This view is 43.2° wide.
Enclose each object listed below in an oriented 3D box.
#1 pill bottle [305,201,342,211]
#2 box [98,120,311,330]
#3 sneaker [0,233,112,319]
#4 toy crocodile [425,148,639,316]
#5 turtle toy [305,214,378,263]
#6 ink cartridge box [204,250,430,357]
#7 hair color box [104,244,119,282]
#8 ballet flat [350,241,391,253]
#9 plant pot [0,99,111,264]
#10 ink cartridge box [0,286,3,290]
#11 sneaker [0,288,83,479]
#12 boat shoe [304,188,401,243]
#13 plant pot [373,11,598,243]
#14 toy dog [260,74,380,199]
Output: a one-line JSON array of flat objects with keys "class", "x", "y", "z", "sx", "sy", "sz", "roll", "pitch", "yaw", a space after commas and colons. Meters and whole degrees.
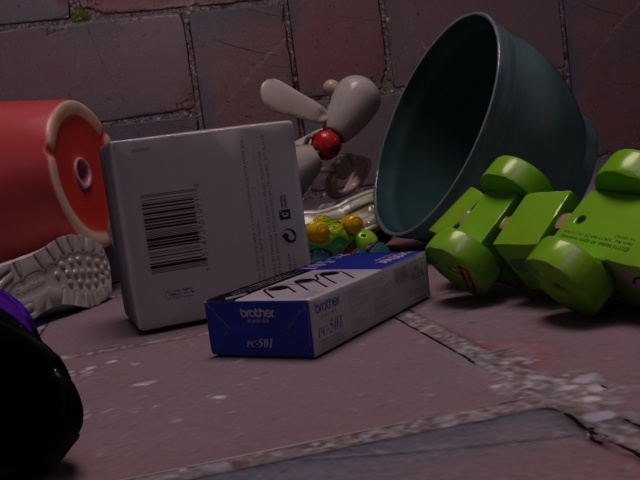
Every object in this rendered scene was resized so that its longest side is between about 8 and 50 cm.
[{"class": "pill bottle", "x": 0.030, "y": -0.030, "z": 1.304, "sx": 0.116, "sy": 0.065, "sz": 0.065, "roll": -5, "pitch": 7, "yaw": 30}, {"class": "box", "x": -0.115, "y": -0.019, "z": 0.814, "sx": 0.181, "sy": 0.181, "sz": 0.119, "roll": -10, "pitch": 7, "yaw": -20}, {"class": "sneaker", "x": -0.333, "y": 0.051, "z": 0.927, "sx": 0.094, "sy": 0.090, "sz": 0.235, "roll": -17, "pitch": -1, "yaw": 25}, {"class": "toy crocodile", "x": 0.194, "y": 0.003, "z": 0.656, "sx": 0.115, "sy": 0.105, "sz": 0.340, "roll": -51, "pitch": 23, "yaw": -14}, {"class": "turtle toy", "x": 0.015, "y": 0.002, "z": 1.006, "sx": 0.130, "sy": 0.066, "sz": 0.095, "roll": -10, "pitch": 6, "yaw": -30}, {"class": "ink cartridge box", "x": 0.007, "y": 0.048, "z": 0.681, "sx": 0.097, "sy": 0.046, "sz": 0.207, "roll": -3, "pitch": 7, "yaw": 31}, {"class": "hair color box", "x": -0.362, "y": -0.006, "z": 1.340, "sx": 0.185, "sy": 0.114, "sz": 0.374, "roll": -12, "pitch": 8, "yaw": -41}, {"class": "ballet flat", "x": 0.048, "y": 0.028, "z": 0.898, "sx": 0.041, "sy": 0.041, "sz": 0.114, "roll": -5, "pitch": 6, "yaw": 21}, {"class": "plant pot", "x": -0.408, "y": -0.063, "z": 1.056, "sx": 0.243, "sy": 0.275, "sz": 0.275, "roll": -11, "pitch": 5, "yaw": 13}, {"class": "ink cartridge box", "x": -0.354, "y": 0.071, "z": 0.627, "sx": 0.206, "sy": 0.045, "sz": 0.208, "roll": -32, "pitch": 14, "yaw": -20}, {"class": "sneaker", "x": -0.192, "y": 0.079, "z": 0.439, "sx": 0.146, "sy": 0.102, "sz": 0.293, "roll": 28, "pitch": -11, "yaw": 5}, {"class": "boat shoe", "x": 0.000, "y": 0.000, "z": 1.115, "sx": 0.233, "sy": 0.084, "sz": 0.079, "roll": -16, "pitch": -30, "yaw": -16}, {"class": "plant pot", "x": 0.222, "y": -0.115, "z": 1.033, "sx": 0.196, "sy": 0.293, "sz": 0.293, "roll": 19, "pitch": -2, "yaw": -17}, {"class": "toy dog", "x": -0.072, "y": -0.124, "z": 1.189, "sx": 0.161, "sy": 0.220, "sz": 0.333, "roll": 36, "pitch": 53, "yaw": 23}]
